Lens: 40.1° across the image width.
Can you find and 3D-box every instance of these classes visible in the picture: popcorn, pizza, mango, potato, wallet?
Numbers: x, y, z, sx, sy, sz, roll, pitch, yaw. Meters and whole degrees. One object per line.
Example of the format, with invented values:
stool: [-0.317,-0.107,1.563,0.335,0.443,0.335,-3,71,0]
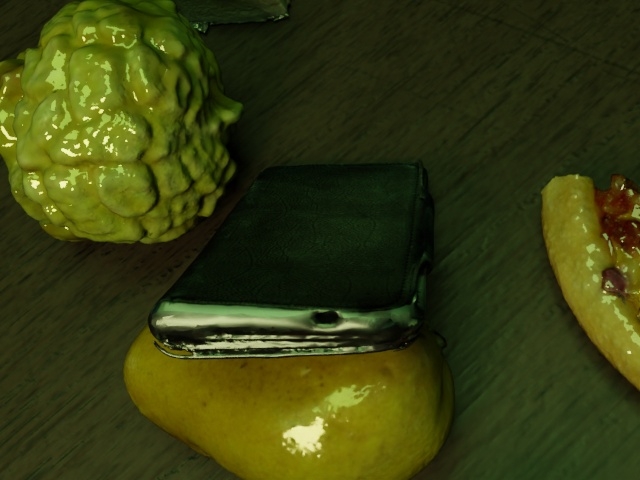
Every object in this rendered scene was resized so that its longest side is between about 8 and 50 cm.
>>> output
popcorn: [-0.194,-0.113,0.796,0.251,0.206,0.237,14,79,34]
pizza: [0.307,0.022,0.651,0.228,0.081,0.290,-31,56,-4]
mango: [-0.028,0.106,0.661,0.261,0.130,0.167,12,55,29]
potato: [-0.095,-0.274,0.938,0.122,0.061,0.086,-2,63,14]
wallet: [0.000,0.000,0.666,0.172,0.045,0.318,-2,21,8]
